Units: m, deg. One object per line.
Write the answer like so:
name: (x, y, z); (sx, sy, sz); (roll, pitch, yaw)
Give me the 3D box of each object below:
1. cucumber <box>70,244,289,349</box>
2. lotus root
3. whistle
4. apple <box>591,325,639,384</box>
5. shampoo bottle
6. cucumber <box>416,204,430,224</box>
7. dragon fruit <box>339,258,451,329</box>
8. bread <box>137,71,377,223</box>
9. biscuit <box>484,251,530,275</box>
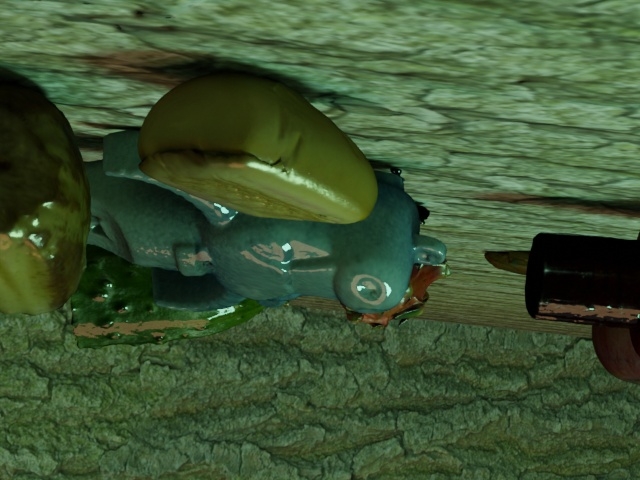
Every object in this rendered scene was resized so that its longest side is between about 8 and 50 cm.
cucumber: (-0.155, 0.056, 1.678); (0.244, 0.134, 0.134); (2, 175, 3)
lotus root: (-0.171, -0.042, 0.760); (0.159, 0.095, 0.135); (45, 168, 1)
whistle: (-0.055, -0.010, 0.941); (0.269, 0.093, 0.180); (4, 151, 10)
apple: (0.350, 0.089, 1.518); (0.153, 0.120, 0.153); (11, 174, 1)
shampoo bottle: (0.279, 0.036, 1.032); (0.278, 0.104, 0.104); (5, 175, -1)
cucumber: (0.000, 0.000, 1.186); (0.220, 0.070, 0.046); (4, -155, 37)
dragon fruit: (0.070, 0.037, 1.451); (0.116, 0.086, 0.081); (-28, -143, -3)
bread: (-0.026, -0.044, 0.699); (0.082, 0.056, 0.115); (0, 166, 44)
biscuit: (0.226, 0.025, 1.470); (0.119, 0.019, 0.130); (6, 175, -15)
